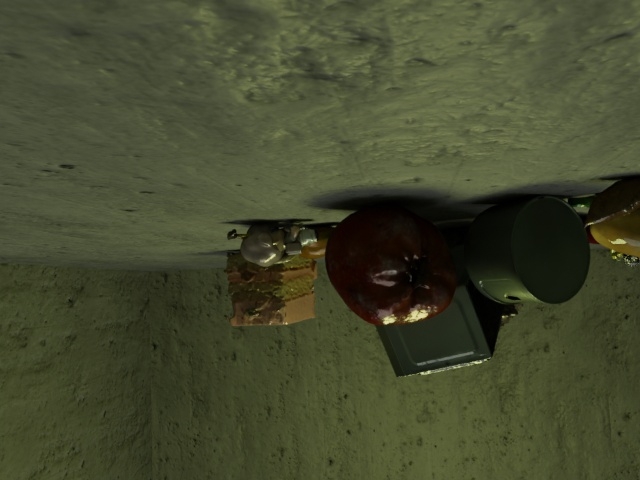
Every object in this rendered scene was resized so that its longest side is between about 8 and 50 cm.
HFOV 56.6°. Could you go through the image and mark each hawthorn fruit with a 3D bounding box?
[{"bbox_3d":[0.148,0.048,1.270,0.284,0.285,0.284,-2,175,0],"label":"hawthorn fruit"}]

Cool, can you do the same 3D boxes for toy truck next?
[{"bbox_3d":[1.212,0.009,2.169,0.285,0.111,0.136,-16,-160,34],"label":"toy truck"}]

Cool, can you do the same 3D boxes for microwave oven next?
[{"bbox_3d":[0.321,0.174,1.529,0.286,0.219,0.355,-17,-170,26],"label":"microwave oven"}]

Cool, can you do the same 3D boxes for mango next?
[{"bbox_3d":[0.002,0.001,1.638,0.164,0.089,0.115,-13,169,23],"label":"mango"}]

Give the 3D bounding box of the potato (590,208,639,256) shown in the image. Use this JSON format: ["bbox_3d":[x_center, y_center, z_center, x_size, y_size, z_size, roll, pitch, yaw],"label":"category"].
[{"bbox_3d":[0.797,-0.026,1.483,0.233,0.146,0.150,-1,145,-4],"label":"potato"}]

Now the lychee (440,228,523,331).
[{"bbox_3d":[0.454,0.140,1.890,0.380,0.381,0.432,0,-160,-29],"label":"lychee"}]

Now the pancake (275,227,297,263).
[{"bbox_3d":[-0.111,0.011,1.598,0.139,0.140,0.022,-4,135,20],"label":"pancake"}]

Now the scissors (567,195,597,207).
[{"bbox_3d":[0.606,-0.088,1.217,0.101,0.027,0.204,-2,177,-18],"label":"scissors"}]

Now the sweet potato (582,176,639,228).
[{"bbox_3d":[0.569,-0.088,1.055,0.226,0.068,0.068,-23,170,15],"label":"sweet potato"}]

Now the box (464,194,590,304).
[{"bbox_3d":[0.444,0.025,1.284,0.226,0.226,0.149,0,175,-26],"label":"box"}]

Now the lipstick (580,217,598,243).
[{"bbox_3d":[0.735,-0.029,1.679,0.241,0.080,0.080,2,174,-42],"label":"lipstick"}]

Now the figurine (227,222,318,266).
[{"bbox_3d":[-0.116,0.006,1.508,0.228,0.112,0.137,-9,180,0],"label":"figurine"}]

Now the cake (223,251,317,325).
[{"bbox_3d":[-0.191,0.188,2.448,0.314,0.307,0.293,-5,176,35],"label":"cake"}]
